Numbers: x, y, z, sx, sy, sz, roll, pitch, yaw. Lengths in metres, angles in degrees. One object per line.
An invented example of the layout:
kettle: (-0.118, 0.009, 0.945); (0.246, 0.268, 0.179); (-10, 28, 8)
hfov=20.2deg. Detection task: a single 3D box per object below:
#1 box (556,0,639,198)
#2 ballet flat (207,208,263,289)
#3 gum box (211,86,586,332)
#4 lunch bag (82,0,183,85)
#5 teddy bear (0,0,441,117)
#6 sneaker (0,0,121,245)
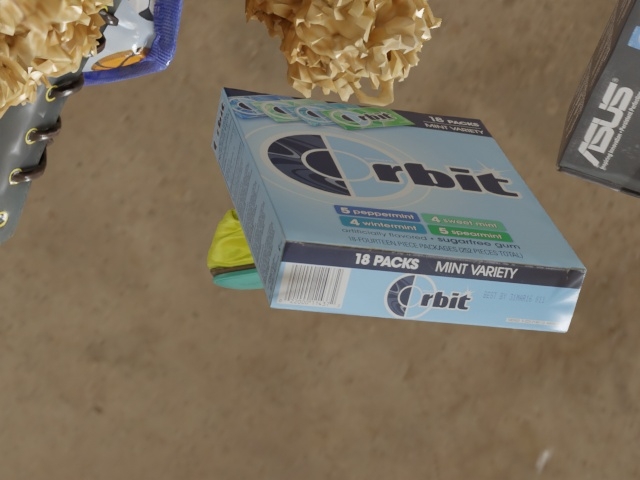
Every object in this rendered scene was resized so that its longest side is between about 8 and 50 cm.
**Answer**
box: (0.402, -0.163, 1.447); (0.318, 0.097, 0.395); (19, 139, 0)
ballet flat: (0.000, 0.000, 1.458); (0.231, 0.077, 0.077); (-1, 164, 40)
gum box: (0.034, -0.019, 0.945); (0.157, 0.184, 0.041); (5, 117, -17)
lunch bag: (-0.305, -0.219, 1.193); (0.328, 0.239, 0.385); (16, 172, -33)
teddy bear: (-0.079, -0.128, 0.469); (0.338, 0.113, 0.245); (-24, 87, 4)
sneaker: (-0.094, -0.072, 0.605); (0.222, 0.083, 0.118); (-26, 111, -7)
